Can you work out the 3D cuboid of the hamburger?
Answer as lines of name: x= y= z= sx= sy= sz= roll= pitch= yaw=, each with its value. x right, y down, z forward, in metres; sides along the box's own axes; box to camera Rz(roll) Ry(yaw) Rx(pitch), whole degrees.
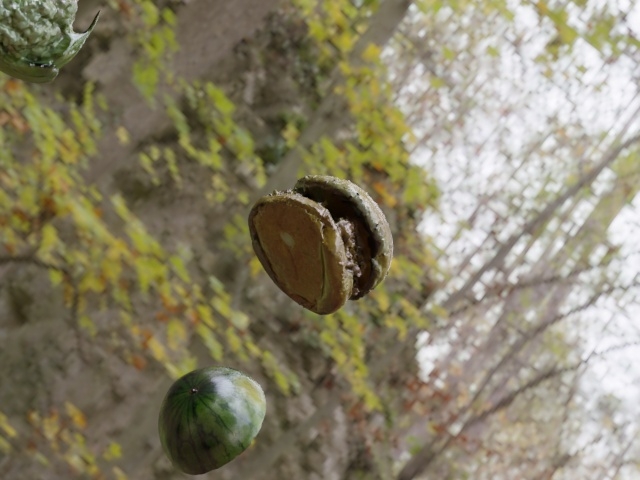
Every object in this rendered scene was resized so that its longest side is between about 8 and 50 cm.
hamburger: x=0.000 y=0.000 z=1.719 sx=0.177 sy=0.113 sz=0.185 roll=52 pitch=-30 yaw=-2

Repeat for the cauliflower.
cauliflower: x=-0.463 y=-0.330 z=1.880 sx=0.315 sy=0.256 sz=0.239 roll=8 pitch=-61 yaw=-16

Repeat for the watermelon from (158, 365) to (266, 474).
watermelon: x=-0.103 y=0.151 z=1.216 sx=0.105 sy=0.105 sz=0.062 roll=10 pitch=-35 yaw=45
